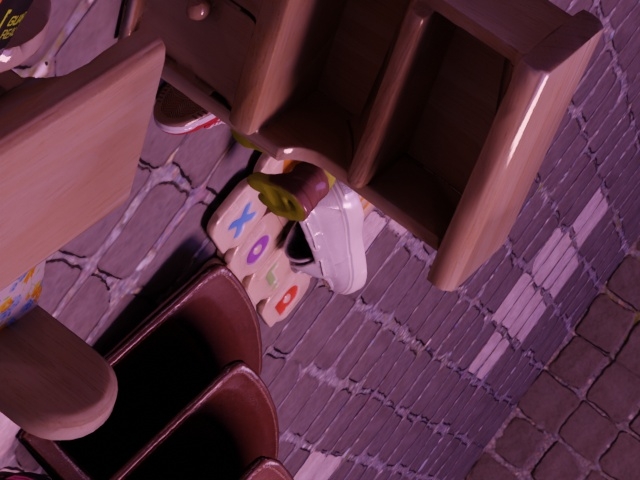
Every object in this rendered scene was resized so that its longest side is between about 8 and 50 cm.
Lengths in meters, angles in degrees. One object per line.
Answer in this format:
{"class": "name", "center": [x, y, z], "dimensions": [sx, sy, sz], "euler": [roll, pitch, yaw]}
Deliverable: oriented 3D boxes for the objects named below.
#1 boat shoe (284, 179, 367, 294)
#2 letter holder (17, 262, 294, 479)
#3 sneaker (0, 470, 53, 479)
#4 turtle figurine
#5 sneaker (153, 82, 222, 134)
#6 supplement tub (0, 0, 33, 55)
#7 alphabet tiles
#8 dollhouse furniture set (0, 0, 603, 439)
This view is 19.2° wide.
{"class": "boat shoe", "center": [0.000, 0.000, 1.545], "dimensions": [0.063, 0.066, 0.184], "euler": [-22, 162, -8]}
{"class": "letter holder", "center": [-0.085, 0.172, 1.521], "dimensions": [0.214, 0.152, 0.302], "euler": [-44, 162, -12]}
{"class": "sneaker", "center": [-0.248, 0.221, 1.244], "dimensions": [0.483, 0.185, 0.202], "euler": [98, 12, -62]}
{"class": "turtle figurine", "center": [0.036, -0.111, 1.400], "dimensions": [0.217, 0.087, 0.269], "euler": [-45, 152, -23]}
{"class": "sneaker", "center": [-0.071, -0.089, 1.263], "dimensions": [0.118, 0.042, 0.067], "euler": [-43, 158, -39]}
{"class": "supplement tub", "center": [-0.207, -0.080, 0.627], "dimensions": [0.316, 0.193, 0.193], "euler": [-57, 164, 11]}
{"class": "alphabet tiles", "center": [-0.017, -0.032, 1.567], "dimensions": [0.284, 0.021, 0.278], "euler": [-52, 161, -8]}
{"class": "dollhouse furniture set", "center": [-0.081, -0.035, 0.959], "dimensions": [0.394, 0.256, 0.362], "euler": [-39, 158, -42]}
